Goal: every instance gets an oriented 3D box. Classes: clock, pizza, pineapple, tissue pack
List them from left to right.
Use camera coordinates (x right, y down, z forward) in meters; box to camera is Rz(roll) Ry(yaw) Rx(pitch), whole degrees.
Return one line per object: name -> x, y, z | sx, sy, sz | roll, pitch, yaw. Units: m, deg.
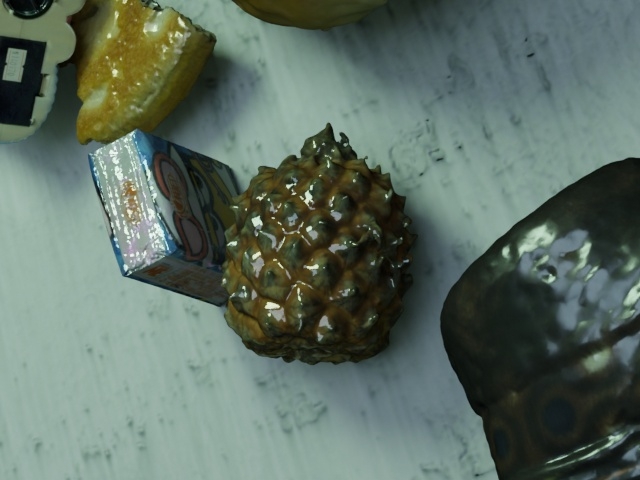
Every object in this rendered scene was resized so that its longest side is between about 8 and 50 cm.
clock -> -0.292, -0.198, 1.636 | 0.195, 0.100, 0.194 | 47, 124, 57
pizza -> -0.173, -0.175, 1.616 | 0.154, 0.069, 0.194 | -49, 52, 24
tissue pack -> -0.116, -0.017, 1.510 | 0.065, 0.155, 0.115 | -26, 70, 19
pineapple -> 0.000, 0.000, 1.453 | 0.166, 0.166, 0.193 | -4, 77, 25

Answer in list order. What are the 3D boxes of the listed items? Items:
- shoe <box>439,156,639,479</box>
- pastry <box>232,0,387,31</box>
shoe -> 0.268, 0.045, 1.305 | 0.384, 0.171, 0.237 | -30, 74, 26
pastry -> -0.036, -0.366, 1.413 | 0.409, 0.245, 0.409 | 171, 90, -67
